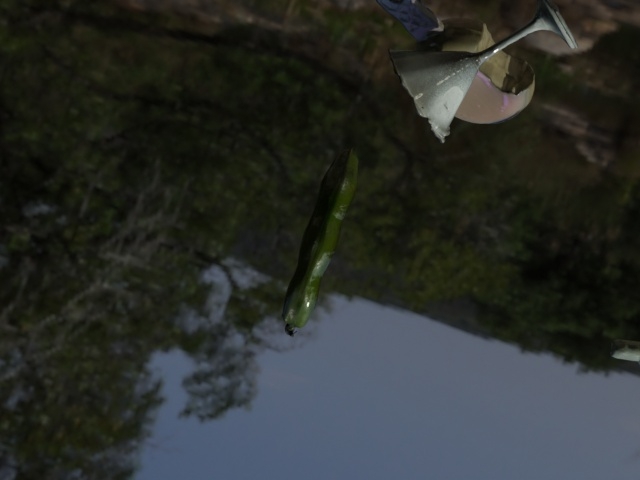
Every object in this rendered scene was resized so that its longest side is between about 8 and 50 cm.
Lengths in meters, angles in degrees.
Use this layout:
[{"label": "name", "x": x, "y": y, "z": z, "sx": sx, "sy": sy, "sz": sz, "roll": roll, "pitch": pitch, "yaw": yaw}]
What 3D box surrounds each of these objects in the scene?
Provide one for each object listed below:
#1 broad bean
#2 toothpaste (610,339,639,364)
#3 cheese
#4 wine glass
[{"label": "broad bean", "x": 0.000, "y": 0.000, "z": 1.543, "sx": 0.046, "sy": 0.254, "sz": 0.065, "roll": 19, "pitch": 180, "yaw": 2}, {"label": "toothpaste", "x": 0.438, "y": 0.135, "z": 1.396, "sx": 0.216, "sy": 0.037, "sz": 0.062, "roll": 7, "pitch": 174, "yaw": 0}, {"label": "cheese", "x": 0.188, "y": -0.277, "z": 1.792, "sx": 0.163, "sy": 0.082, "sz": 0.286, "roll": -13, "pitch": 139, "yaw": 43}, {"label": "wine glass", "x": 0.227, "y": -0.257, "z": 1.694, "sx": 0.156, "sy": 0.232, "sz": 0.156, "roll": 54, "pitch": -165, "yaw": -21}]
